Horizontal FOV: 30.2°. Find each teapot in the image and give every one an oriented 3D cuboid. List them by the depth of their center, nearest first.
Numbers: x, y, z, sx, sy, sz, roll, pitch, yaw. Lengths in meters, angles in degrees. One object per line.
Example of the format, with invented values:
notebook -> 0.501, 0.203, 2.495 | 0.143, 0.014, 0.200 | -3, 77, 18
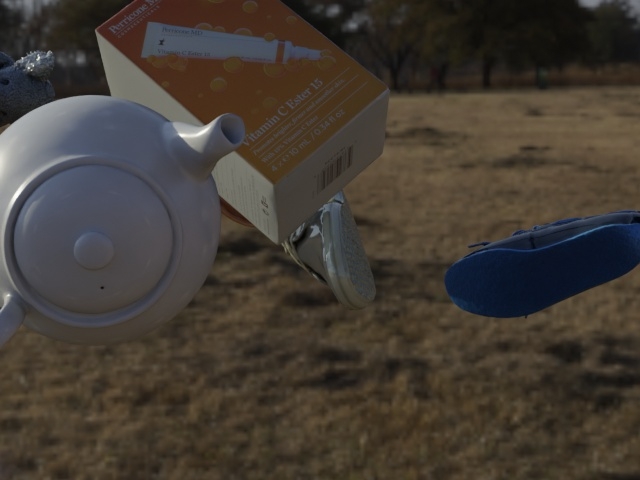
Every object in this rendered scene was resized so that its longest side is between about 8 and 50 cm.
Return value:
teapot -> -0.208, -0.005, 1.072 | 0.253, 0.256, 0.187 | 4, 13, -10

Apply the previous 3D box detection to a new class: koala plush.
koala plush -> -0.553, -0.259, 2.071 | 0.221, 0.196, 0.203 | 9, 9, 27

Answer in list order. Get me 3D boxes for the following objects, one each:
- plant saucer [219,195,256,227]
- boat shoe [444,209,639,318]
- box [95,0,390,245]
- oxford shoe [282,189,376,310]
plant saucer -> -0.100, -0.119, 1.875 | 0.200, 0.199, 0.037 | -4, 2, -26
boat shoe -> 0.271, 0.030, 1.383 | 0.258, 0.109, 0.089 | -11, 16, 34
box -> -0.105, -0.200, 1.617 | 0.345, 0.168, 0.215 | 41, 69, 18
oxford shoe -> 0.000, 0.000, 1.969 | 0.130, 0.169, 0.449 | -21, 25, 2
